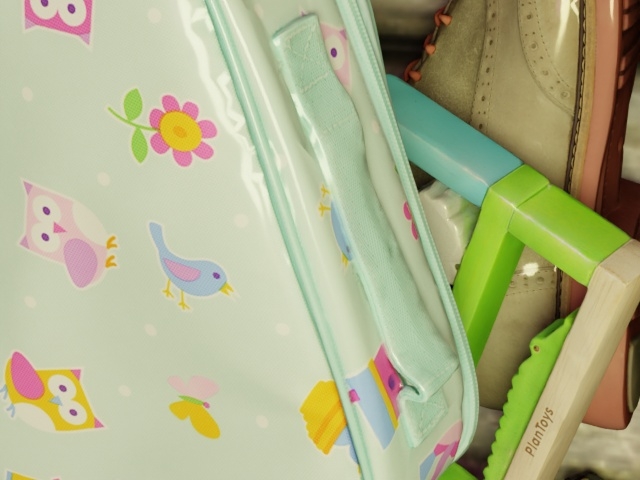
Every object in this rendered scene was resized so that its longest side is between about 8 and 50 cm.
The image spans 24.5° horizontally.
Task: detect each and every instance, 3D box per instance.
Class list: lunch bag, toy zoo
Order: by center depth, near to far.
[{"bbox_3d":[-0.061,0.002,0.584,0.224,0.108,0.279,-8,111,31],"label":"lunch bag"},{"bbox_3d":[0.000,0.000,0.693,0.293,0.030,0.192,36,135,23],"label":"toy zoo"}]

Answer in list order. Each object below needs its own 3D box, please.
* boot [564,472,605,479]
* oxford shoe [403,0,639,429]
[{"bbox_3d":[0.079,0.142,0.747,0.137,0.077,0.198,-44,77,-3],"label":"boot"},{"bbox_3d":[0.083,-0.082,0.678,0.130,0.123,0.348,2,100,19],"label":"oxford shoe"}]
